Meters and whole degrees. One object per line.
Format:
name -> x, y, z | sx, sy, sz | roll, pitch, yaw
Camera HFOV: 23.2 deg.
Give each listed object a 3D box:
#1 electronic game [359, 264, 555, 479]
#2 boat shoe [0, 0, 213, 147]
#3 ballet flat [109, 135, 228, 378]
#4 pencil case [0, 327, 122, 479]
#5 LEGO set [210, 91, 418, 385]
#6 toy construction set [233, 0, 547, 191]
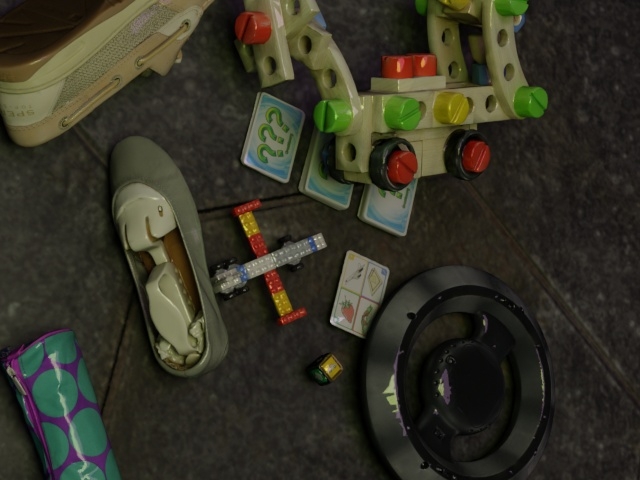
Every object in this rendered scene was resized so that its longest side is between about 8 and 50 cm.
electronic game -> 0.132, 0.137, 1.460 | 0.229, 0.048, 0.229 | 6, 79, -33
boat shoe -> -0.163, -0.189, 1.332 | 0.302, 0.109, 0.098 | -43, 139, -34
ballet flat -> -0.133, 0.014, 1.310 | 0.213, 0.072, 0.068 | 71, 20, -2
pencil case -> -0.208, 0.150, 1.250 | 0.070, 0.064, 0.152 | -19, 90, -48
LEGO set -> 0.000, 0.000, 1.404 | 0.182, 0.060, 0.244 | 25, 65, -24
toy construction set -> 0.079, -0.161, 1.417 | 0.327, 0.151, 0.215 | -6, 102, -30
